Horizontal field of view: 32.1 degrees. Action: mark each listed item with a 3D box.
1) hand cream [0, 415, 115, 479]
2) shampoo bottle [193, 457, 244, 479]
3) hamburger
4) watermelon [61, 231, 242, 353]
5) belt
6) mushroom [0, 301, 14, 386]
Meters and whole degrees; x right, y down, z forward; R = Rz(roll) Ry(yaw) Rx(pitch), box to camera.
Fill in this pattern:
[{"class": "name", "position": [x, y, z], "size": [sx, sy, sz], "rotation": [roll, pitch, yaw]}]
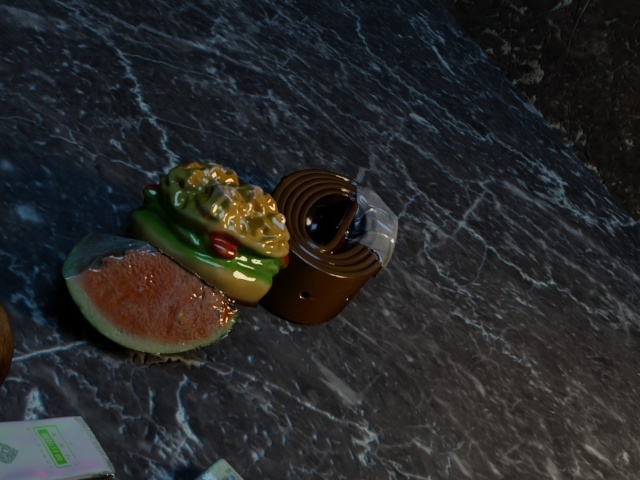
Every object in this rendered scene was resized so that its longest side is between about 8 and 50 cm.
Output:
[{"class": "hand cream", "position": [-0.316, 0.221, 1.138], "size": [0.275, 0.050, 0.079], "rotation": [9, 65, -61]}, {"class": "shampoo bottle", "position": [-0.068, 0.335, 1.283], "size": [0.190, 0.041, 0.069], "rotation": [43, 23, 9]}, {"class": "hamburger", "position": [-0.142, -0.023, 1.557], "size": [0.237, 0.149, 0.237], "rotation": [30, 6, -4]}, {"class": "watermelon", "position": [-0.236, 0.069, 1.445], "size": [0.231, 0.128, 0.146], "rotation": [38, -5, -28]}, {"class": "belt", "position": [0.000, 0.000, 1.780], "size": [0.217, 0.122, 0.339], "rotation": [38, 28, 2]}, {"class": "mushroom", "position": [-0.426, 0.091, 1.093], "size": [0.253, 0.153, 0.253], "rotation": [22, 26, -11]}]
